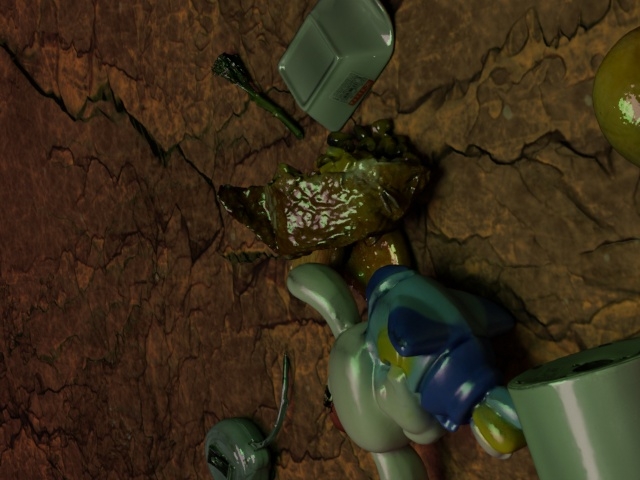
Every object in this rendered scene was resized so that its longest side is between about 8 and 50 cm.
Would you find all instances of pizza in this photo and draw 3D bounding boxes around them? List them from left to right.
[{"bbox_3d":[0.087,0.043,1.746,0.131,0.041,0.178,-26,80,49],"label":"pizza"}]

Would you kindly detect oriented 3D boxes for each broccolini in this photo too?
[{"bbox_3d":[-0.102,-0.226,1.900,0.218,0.042,0.044,49,135,28],"label":"broccolini"}]

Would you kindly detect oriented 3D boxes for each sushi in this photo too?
[{"bbox_3d":[0.016,-0.071,1.676,0.296,0.166,0.179,-14,87,42],"label":"sushi"}]

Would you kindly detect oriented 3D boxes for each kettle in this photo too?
[{"bbox_3d":[0.383,0.275,1.358,0.205,0.265,0.318,136,118,-83],"label":"kettle"}]

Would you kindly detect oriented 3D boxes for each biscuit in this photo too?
[{"bbox_3d":[0.001,0.000,1.822,0.144,0.033,0.224,49,133,51],"label":"biscuit"}]

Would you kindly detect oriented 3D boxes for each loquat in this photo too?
[{"bbox_3d":[0.369,-0.151,1.248,0.172,0.204,0.149,27,120,-9],"label":"loquat"}]

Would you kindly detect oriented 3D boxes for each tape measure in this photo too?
[{"bbox_3d":[-0.133,0.321,2.071,0.164,0.084,0.330,33,127,36],"label":"tape measure"}]

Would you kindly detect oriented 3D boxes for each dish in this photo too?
[{"bbox_3d":[0.014,-0.276,1.720,0.154,0.064,0.234,59,138,21],"label":"dish"}]

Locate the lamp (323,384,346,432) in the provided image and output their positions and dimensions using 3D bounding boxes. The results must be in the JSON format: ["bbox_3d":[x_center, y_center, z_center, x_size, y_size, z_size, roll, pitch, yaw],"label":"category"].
[{"bbox_3d":[0.052,0.241,1.809,0.107,0.092,0.108,-174,90,-81],"label":"lamp"}]

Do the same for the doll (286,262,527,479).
[{"bbox_3d":[0.131,0.168,1.617,0.376,0.187,0.365,52,143,-8],"label":"doll"}]
